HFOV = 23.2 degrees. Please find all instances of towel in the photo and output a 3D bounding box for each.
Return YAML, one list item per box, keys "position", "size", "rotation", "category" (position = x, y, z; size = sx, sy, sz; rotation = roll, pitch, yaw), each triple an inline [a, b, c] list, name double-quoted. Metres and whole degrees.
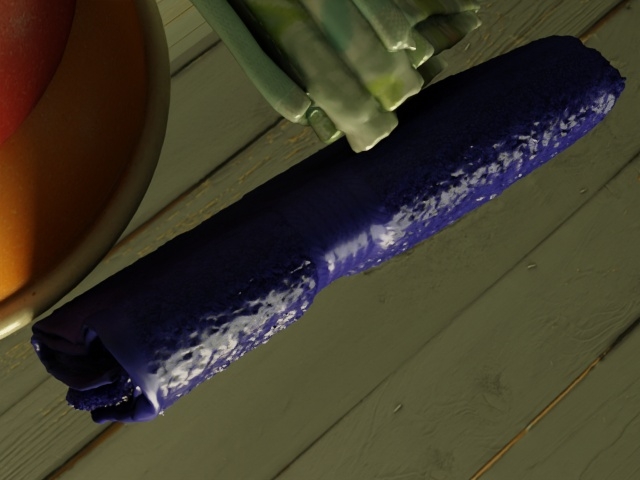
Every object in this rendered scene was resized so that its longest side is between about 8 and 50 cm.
- position: [0.000, 0.000, 0.847]
  size: [0.308, 0.076, 0.227]
  rotation: [-32, -173, -18]
  category: "towel"
- position: [-0.059, -0.222, 0.837]
  size: [0.090, 0.374, 0.320]
  rotation: [-37, -177, 16]
  category: "towel"

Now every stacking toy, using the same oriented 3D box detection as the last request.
- position: [-0.260, -0.164, 0.737]
  size: [0.350, 0.350, 0.480]
  rotation: [-39, 163, -16]
  category: "stacking toy"
